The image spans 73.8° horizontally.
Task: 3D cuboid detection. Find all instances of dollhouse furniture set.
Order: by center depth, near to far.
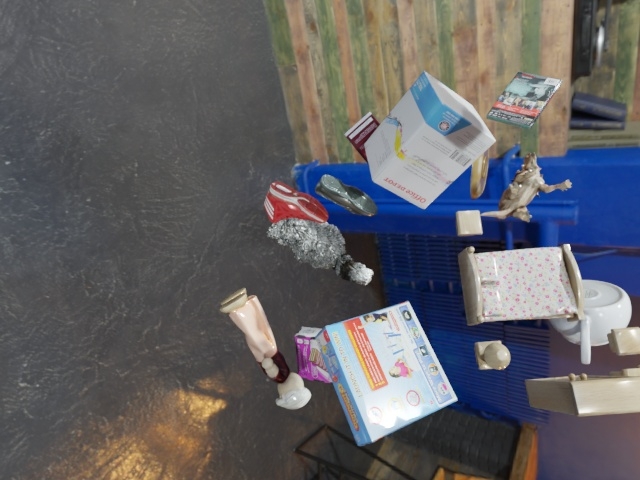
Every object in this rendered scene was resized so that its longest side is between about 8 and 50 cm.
[{"bbox_3d":[0.416,0.090,0.708,0.174,0.303,0.356,85,1,-74],"label":"dollhouse furniture set"}]

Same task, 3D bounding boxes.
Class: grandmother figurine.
[{"bbox_3d":[-0.133,0.291,1.093,0.343,0.104,0.208,60,1,-10],"label":"grandmother figurine"}]

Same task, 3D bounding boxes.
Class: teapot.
[{"bbox_3d":[0.852,0.253,1.362,0.255,0.252,0.187,-14,105,-9],"label":"teapot"}]

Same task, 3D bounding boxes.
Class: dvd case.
[{"bbox_3d":[0.386,-0.267,0.808,0.119,0.087,0.013,-54,144,-10],"label":"dvd case"}]

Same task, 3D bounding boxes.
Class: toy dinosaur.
[{"bbox_3d":[0.610,-0.139,1.312,0.295,0.127,0.200,-43,180,-2],"label":"toy dinosaur"}]

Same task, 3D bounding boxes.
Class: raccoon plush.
[{"bbox_3d":[0.000,0.000,1.761,0.299,0.446,0.216,34,77,-56],"label":"raccoon plush"}]

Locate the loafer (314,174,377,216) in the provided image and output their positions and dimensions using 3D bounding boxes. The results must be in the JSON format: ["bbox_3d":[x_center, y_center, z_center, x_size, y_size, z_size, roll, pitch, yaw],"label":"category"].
[{"bbox_3d":[0.102,-0.168,1.699,0.267,0.084,0.096,29,50,-15],"label":"loafer"}]

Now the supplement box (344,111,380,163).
[{"bbox_3d":[0.217,-0.350,1.615,0.239,0.130,0.073,52,15,4],"label":"supplement box"}]

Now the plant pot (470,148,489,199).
[{"bbox_3d":[0.575,-0.262,1.528,0.236,0.032,0.237,-31,126,-58],"label":"plant pot"}]

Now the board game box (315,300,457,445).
[{"bbox_3d":[0.181,0.355,1.188,0.301,0.086,0.308,-10,64,-29],"label":"board game box"}]

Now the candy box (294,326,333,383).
[{"bbox_3d":[0.042,0.369,1.352,0.071,0.233,0.159,-43,132,-66],"label":"candy box"}]

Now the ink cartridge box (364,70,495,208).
[{"bbox_3d":[0.286,-0.269,1.178,0.198,0.270,0.197,24,38,-25],"label":"ink cartridge box"}]

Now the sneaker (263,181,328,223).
[{"bbox_3d":[-0.089,-0.098,1.445,0.128,0.221,0.087,-56,-177,37],"label":"sneaker"}]
